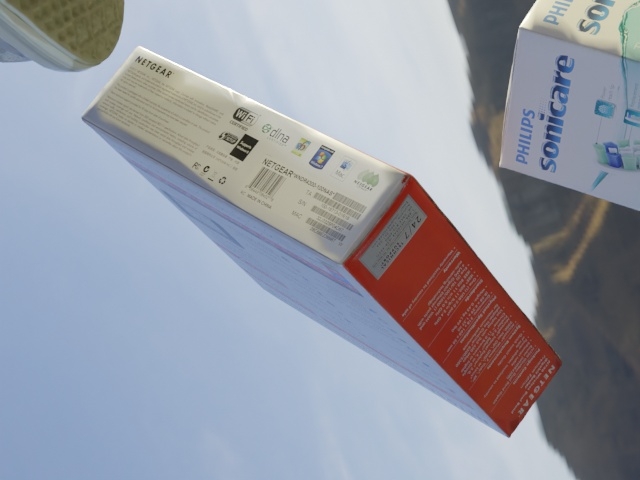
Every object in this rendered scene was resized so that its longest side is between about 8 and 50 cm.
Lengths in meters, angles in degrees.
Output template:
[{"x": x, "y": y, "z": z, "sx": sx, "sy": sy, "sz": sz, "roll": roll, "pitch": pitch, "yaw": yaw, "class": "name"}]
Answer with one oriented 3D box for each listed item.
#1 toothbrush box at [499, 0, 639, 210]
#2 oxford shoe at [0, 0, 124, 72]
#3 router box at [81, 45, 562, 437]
[{"x": 0.297, "y": -0.112, "z": 0.913, "sx": 0.126, "sy": 0.296, "sz": 0.216, "roll": 92, "pitch": -156, "yaw": -45, "class": "toothbrush box"}, {"x": -0.297, "y": -0.250, "z": 0.946, "sx": 0.449, "sy": 0.130, "sz": 0.169, "roll": 45, "pitch": -127, "yaw": -58, "class": "oxford shoe"}, {"x": 0.000, "y": 0.000, "z": 1.125, "sx": 0.335, "sy": 0.082, "sz": 0.301, "roll": 29, "pitch": 168, "yaw": 42, "class": "router box"}]
